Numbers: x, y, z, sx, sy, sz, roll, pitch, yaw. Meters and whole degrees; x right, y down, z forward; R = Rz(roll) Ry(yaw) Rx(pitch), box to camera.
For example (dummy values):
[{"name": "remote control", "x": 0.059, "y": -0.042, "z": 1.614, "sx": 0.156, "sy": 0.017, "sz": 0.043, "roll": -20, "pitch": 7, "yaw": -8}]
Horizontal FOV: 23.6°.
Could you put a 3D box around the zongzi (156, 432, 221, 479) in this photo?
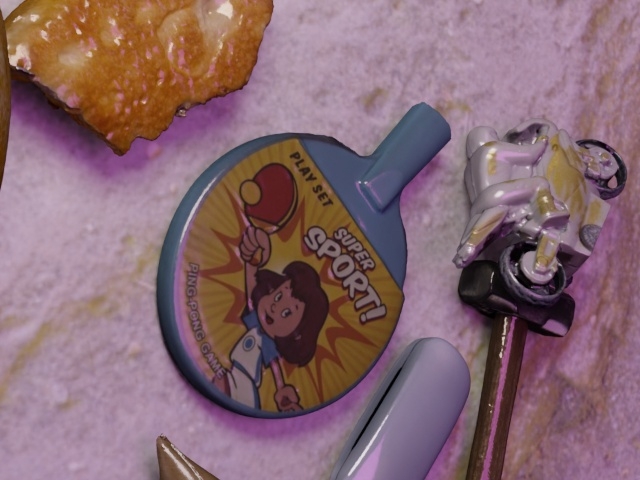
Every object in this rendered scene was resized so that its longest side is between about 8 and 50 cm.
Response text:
[{"name": "zongzi", "x": -0.031, "y": 0.211, "z": 1.158, "sx": 0.189, "sy": 0.081, "sz": 0.178, "roll": -13, "pitch": 83, "yaw": -44}]

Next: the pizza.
[{"name": "pizza", "x": -0.133, "y": -0.146, "z": 1.125, "sx": 0.271, "sy": 0.056, "sz": 0.134, "roll": -35, "pitch": 104, "yaw": -37}]

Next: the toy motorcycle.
[{"name": "toy motorcycle", "x": 0.182, "y": -0.039, "z": 1.334, "sx": 0.151, "sy": 0.074, "sz": 0.229, "roll": 37, "pitch": 49, "yaw": 1}]

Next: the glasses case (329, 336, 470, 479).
[{"name": "glasses case", "x": 0.066, "y": 0.158, "z": 1.253, "sx": 0.067, "sy": 0.045, "sz": 0.178, "roll": 47, "pitch": 59, "yaw": -24}]

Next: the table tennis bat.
[{"name": "table tennis bat", "x": 0.000, "y": 0.000, "z": 1.226, "sx": 0.329, "sy": 0.044, "sz": 0.215, "roll": -46, "pitch": 111, "yaw": -31}]

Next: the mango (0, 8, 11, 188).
[{"name": "mango", "x": -0.280, "y": -0.095, "z": 0.938, "sx": 0.192, "sy": 0.146, "sz": 0.316, "roll": -6, "pitch": 84, "yaw": -39}]

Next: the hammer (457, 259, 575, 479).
[{"name": "hammer", "x": 0.142, "y": 0.203, "z": 1.317, "sx": 0.111, "sy": 0.043, "sz": 0.366, "roll": 22, "pitch": 74, "yaw": -36}]
